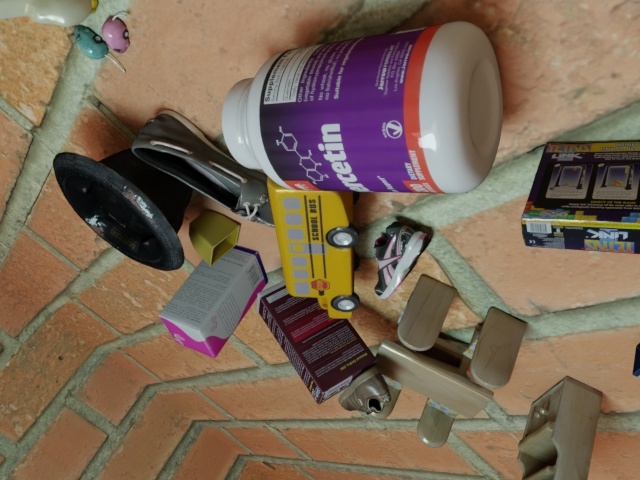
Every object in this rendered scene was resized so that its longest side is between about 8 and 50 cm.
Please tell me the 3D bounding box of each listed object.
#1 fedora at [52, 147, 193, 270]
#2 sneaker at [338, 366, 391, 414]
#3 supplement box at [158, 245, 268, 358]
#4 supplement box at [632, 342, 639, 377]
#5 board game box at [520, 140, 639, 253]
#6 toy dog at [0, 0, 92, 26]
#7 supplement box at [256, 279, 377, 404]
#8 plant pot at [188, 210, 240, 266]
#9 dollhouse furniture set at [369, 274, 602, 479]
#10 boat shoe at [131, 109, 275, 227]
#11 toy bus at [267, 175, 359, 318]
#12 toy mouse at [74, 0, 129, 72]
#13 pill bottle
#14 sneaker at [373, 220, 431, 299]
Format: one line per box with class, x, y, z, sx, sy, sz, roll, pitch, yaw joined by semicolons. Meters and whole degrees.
fedora;-0.358;-0.088;1.059;0.334;0.152;0.334;27;150;18
sneaker;0.085;0.311;1.043;0.071;0.066;0.188;56;156;23
supplement box;-0.224;0.123;1.160;0.114;0.220;0.111;15;141;24
supplement box;0.524;0.176;0.790;0.083;0.056;0.083;23;145;13
board game box;0.323;-0.051;0.590;0.171;0.141;0.048;5;136;34
toy dog;-0.441;-0.481;0.589;0.395;0.285;0.408;64;153;19
supplement box;-0.013;0.185;1.067;0.239;0.130;0.073;53;153;26
plant pot;-0.229;-0.013;1.126;0.083;0.081;0.081;40;147;10
dollhouse furniture set;0.270;0.327;0.998;0.395;0.256;0.362;25;145;10
boat shoe;-0.178;-0.100;0.958;0.335;0.095;0.112;34;146;-2
toy bus;0.000;0.000;0.898;0.130;0.108;0.332;0;139;5
toy mouse;-0.361;-0.329;0.874;0.161;0.031;0.143;12;141;26
pill bottle;0.039;-0.149;0.654;0.323;0.181;0.181;4;137;35
sneaker;0.124;0.028;0.922;0.077;0.072;0.178;38;139;13
